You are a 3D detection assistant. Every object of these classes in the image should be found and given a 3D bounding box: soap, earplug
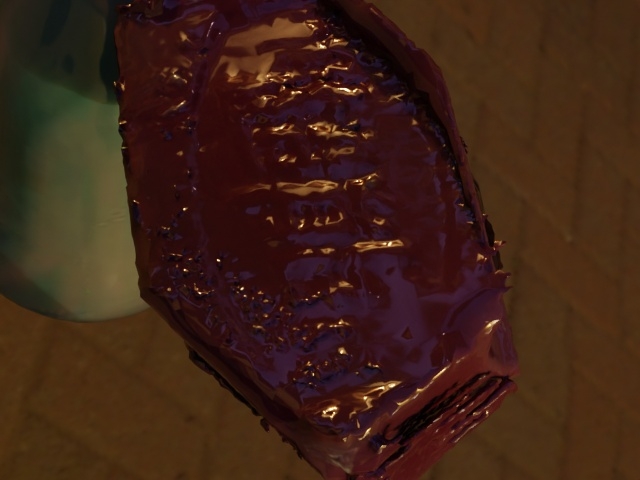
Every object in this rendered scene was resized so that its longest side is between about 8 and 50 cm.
[{"bbox_3d":[0.000,0.000,0.857,0.112,0.182,0.289,65,12,-60],"label":"soap"},{"bbox_3d":[-0.145,-0.099,1.059,0.185,0.324,0.185,4,61,-7],"label":"earplug"}]
